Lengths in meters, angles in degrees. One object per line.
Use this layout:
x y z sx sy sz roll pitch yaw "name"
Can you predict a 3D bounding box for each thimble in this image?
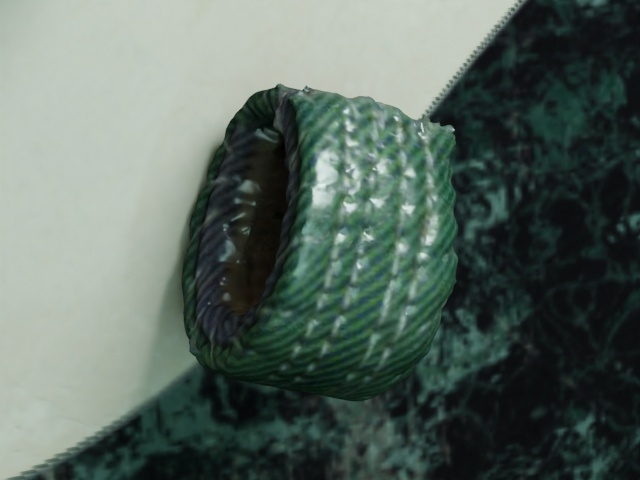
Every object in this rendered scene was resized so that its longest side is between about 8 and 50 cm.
-0.001 0.002 0.732 0.090 0.118 0.135 14 81 -28 "thimble"
